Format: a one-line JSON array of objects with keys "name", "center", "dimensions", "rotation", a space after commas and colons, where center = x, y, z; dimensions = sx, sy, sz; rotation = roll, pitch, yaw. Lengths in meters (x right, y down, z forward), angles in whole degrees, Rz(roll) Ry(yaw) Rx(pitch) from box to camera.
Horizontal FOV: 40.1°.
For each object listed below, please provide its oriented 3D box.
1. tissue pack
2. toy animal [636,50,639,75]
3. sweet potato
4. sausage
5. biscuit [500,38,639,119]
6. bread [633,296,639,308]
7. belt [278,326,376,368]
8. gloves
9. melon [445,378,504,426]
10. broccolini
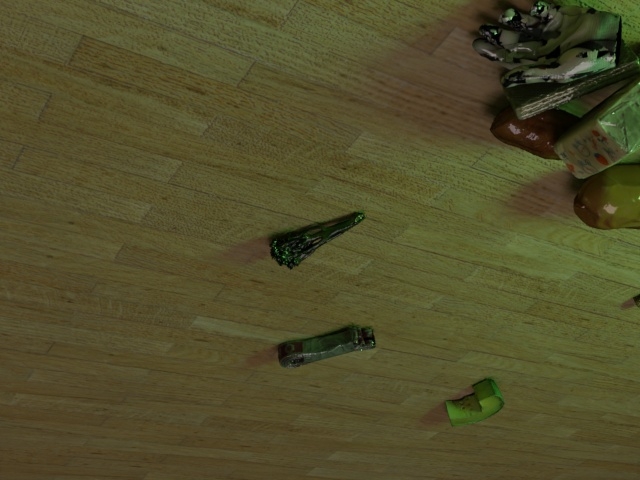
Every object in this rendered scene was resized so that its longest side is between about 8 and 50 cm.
[{"name": "tissue pack", "center": [0.473, -0.184, 1.393], "dimensions": [0.148, 0.092, 0.196], "rotation": [-39, 176, -9]}, {"name": "toy animal", "center": [0.584, -0.234, 1.497], "dimensions": [0.124, 0.124, 0.212], "rotation": [-13, 140, 2]}, {"name": "sweet potato", "center": [0.407, -0.190, 1.527], "dimensions": [0.252, 0.097, 0.097], "rotation": [9, 140, -23]}, {"name": "sausage", "center": [0.607, -0.081, 1.711], "dimensions": [0.241, 0.120, 0.136], "rotation": [2, 131, -17]}, {"name": "biscuit", "center": [0.393, -0.263, 1.396], "dimensions": [0.199, 0.121, 0.040], "rotation": [-22, 125, 12]}, {"name": "bread", "center": [0.819, 0.144, 2.157], "dimensions": [0.083, 0.036, 0.047], "rotation": [-27, 145, 24]}, {"name": "belt", "center": [0.013, 0.249, 2.057], "dimensions": [0.232, 0.053, 0.071], "rotation": [-13, 144, 2]}, {"name": "gloves", "center": [0.343, -0.299, 1.340], "dimensions": [0.212, 0.127, 0.111], "rotation": [5, -166, 24]}, {"name": "melon", "center": [0.433, 0.459, 2.464], "dimensions": [0.209, 0.064, 0.118], "rotation": [-34, 140, 31]}, {"name": "broccolini", "center": [-0.005, -0.012, 1.712], "dimensions": [0.201, 0.058, 0.074], "rotation": [-31, 158, 1]}]
